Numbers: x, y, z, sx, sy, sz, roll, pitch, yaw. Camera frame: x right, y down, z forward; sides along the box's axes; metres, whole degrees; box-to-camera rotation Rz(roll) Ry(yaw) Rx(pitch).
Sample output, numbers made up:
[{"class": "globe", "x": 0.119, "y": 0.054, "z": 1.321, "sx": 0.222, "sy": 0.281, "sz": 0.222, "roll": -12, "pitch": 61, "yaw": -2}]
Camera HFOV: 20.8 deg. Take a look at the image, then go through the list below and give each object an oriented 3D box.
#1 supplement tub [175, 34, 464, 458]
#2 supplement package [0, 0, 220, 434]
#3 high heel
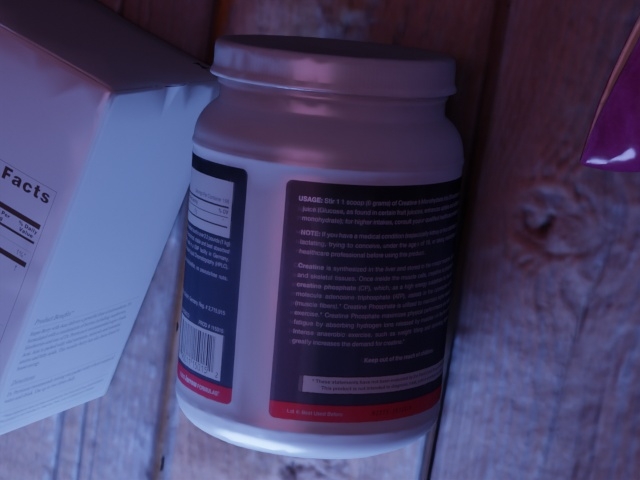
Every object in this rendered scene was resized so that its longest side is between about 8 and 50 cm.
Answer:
[{"class": "supplement tub", "x": 0.000, "y": 0.000, "z": 1.224, "sx": 0.191, "sy": 0.191, "sz": 0.272, "roll": 10, "pitch": 102, "yaw": 24}, {"class": "supplement package", "x": -0.227, "y": -0.029, "z": 1.337, "sx": 0.175, "sy": 0.177, "sz": 0.293, "roll": 30, "pitch": 109, "yaw": 19}, {"class": "high heel", "x": 0.209, "y": -0.168, "z": 1.162, "sx": 0.117, "sy": 0.082, "sz": 0.244, "roll": -10, "pitch": 106, "yaw": 17}]
